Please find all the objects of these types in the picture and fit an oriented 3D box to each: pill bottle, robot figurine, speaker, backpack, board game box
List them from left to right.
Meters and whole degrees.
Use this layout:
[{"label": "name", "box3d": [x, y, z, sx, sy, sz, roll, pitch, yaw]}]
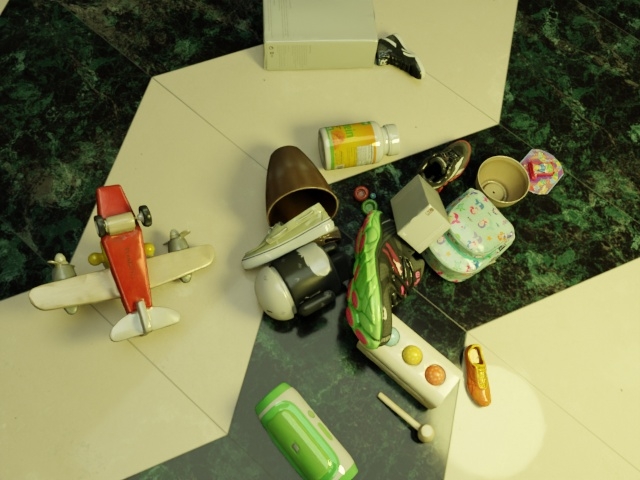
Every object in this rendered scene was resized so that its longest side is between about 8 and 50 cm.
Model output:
[{"label": "robot figurine", "box3d": [-0.051, 0.115, 1.646, 0.278, 0.209, 0.174, -27, 89, -14]}, {"label": "speaker", "box3d": [-0.040, 0.520, 1.508, 0.131, 0.131, 0.296, -38, 75, -16]}, {"label": "pill bottle", "box3d": [0.123, -0.306, 1.839, 0.245, 0.136, 0.137, -9, 69, -7]}, {"label": "backpack", "box3d": [0.429, -0.009, 1.719, 0.253, 0.191, 0.225, -36, 78, -12]}, {"label": "board game box", "box3d": [0.727, -0.234, 1.901, 0.133, 0.033, 0.169, 41, 72, 12]}]

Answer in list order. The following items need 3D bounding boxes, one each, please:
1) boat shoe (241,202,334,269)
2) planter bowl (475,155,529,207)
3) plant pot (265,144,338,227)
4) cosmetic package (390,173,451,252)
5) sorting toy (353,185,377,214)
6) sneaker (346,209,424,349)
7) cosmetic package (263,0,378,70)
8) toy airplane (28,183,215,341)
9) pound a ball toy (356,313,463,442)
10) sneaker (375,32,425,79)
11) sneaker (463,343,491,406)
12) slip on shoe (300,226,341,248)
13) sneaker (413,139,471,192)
[{"label": "boat shoe", "box3d": [-0.105, -0.009, 1.687, 0.302, 0.109, 0.094, -27, 88, 10]}, {"label": "planter bowl", "box3d": [0.561, -0.171, 1.825, 0.161, 0.109, 0.162, 1, 69, -4]}, {"label": "plant pot", "box3d": [-0.081, -0.171, 1.754, 0.215, 0.215, 0.231, -13, 55, -8]}, {"label": "cosmetic package", "box3d": [0.285, -0.082, 1.669, 0.107, 0.127, 0.238, 39, 23, -20]}, {"label": "sorting toy", "box3d": [0.147, -0.127, 1.826, 0.061, 0.042, 0.102, -29, 84, 2]}, {"label": "sneaker", "box3d": [0.191, 0.092, 1.591, 0.202, 0.185, 0.483, 17, 43, -3]}, {"label": "cosmetic package", "box3d": [-0.005, -0.718, 1.988, 0.384, 0.156, 0.218, 0, 69, -5]}, {"label": "toy airplane", "box3d": [-0.536, 0.087, 1.607, 0.386, 0.272, 0.385, 35, 78, -28]}, {"label": "pound a ball toy", "box3d": [0.237, 0.368, 1.579, 0.319, 0.136, 0.208, 40, 71, 12]}, {"label": "sneaker", "box3d": [0.263, -0.620, 2.010, 0.121, 0.079, 0.217, -26, 64, -9]}, {"label": "sneaker", "box3d": [0.441, 0.379, 1.624, 0.064, 0.067, 0.175, -9, 71, -9]}, {"label": "slip on shoe", "box3d": [0.000, 0.000, 1.759, 0.135, 0.051, 0.041, -20, 68, -19]}, {"label": "sneaker", "box3d": [0.392, -0.238, 1.830, 0.097, 0.135, 0.276, 43, 71, 15]}]
